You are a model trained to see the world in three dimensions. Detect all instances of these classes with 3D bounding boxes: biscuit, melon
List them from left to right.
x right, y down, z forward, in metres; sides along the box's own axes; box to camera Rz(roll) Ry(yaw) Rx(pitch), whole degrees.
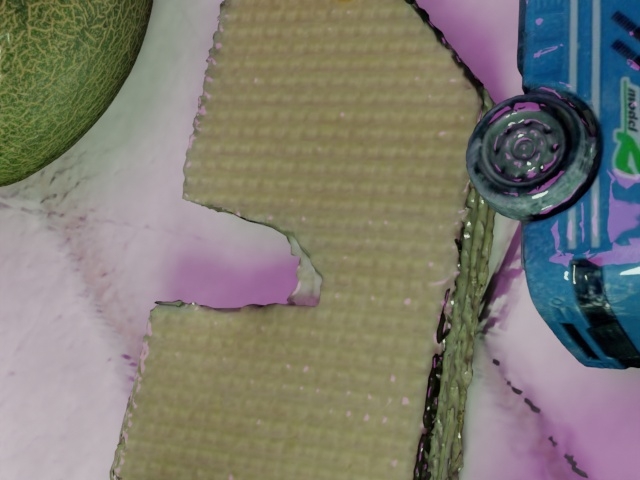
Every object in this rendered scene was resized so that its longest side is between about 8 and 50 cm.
[{"bbox_3d":[-0.146,-0.116,0.691,0.139,0.139,0.192,13,80,31],"label":"melon"},{"bbox_3d":[0.000,0.000,0.623,0.147,0.046,0.250,1,74,30],"label":"biscuit"}]

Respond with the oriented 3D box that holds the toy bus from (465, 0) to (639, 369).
[{"bbox_3d":[0.134,-0.082,0.541,0.134,0.113,0.246,-4,69,21],"label":"toy bus"}]
